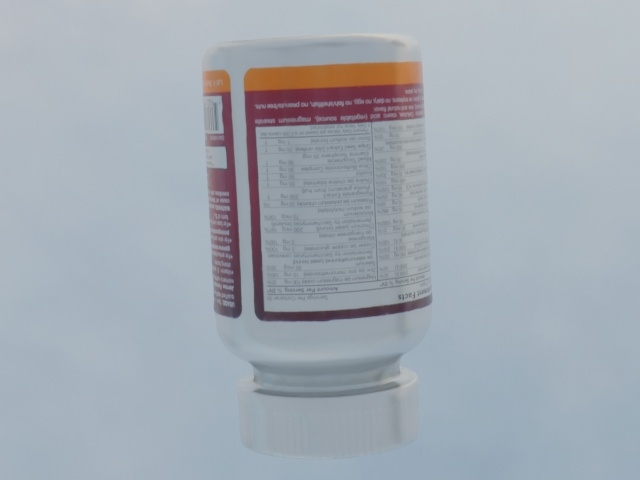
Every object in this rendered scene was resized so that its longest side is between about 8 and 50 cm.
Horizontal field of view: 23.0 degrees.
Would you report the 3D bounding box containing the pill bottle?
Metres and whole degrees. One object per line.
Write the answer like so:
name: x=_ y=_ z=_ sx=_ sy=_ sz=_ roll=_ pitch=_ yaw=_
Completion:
pill bottle: x=0.000 y=0.000 z=0.862 sx=0.121 sy=0.121 sz=0.221 roll=-3 pitch=-84 yaw=0
